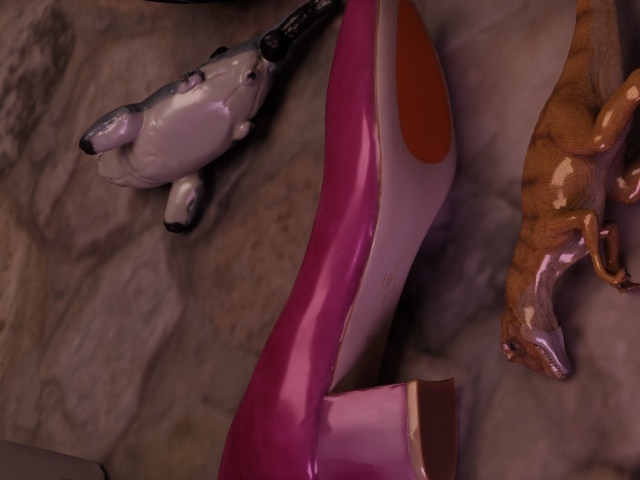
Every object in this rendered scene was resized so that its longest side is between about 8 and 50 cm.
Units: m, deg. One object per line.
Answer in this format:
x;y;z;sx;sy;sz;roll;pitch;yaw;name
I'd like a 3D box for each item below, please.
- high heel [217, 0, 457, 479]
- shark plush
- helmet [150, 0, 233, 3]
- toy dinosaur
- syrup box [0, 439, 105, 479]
0.000;0.000;0.843;0.117;0.082;0.244;-8;84;30;high heel
-0.062;-0.081;0.945;0.161;0.073;0.067;-49;20;25;shark plush
-0.089;-0.205;0.932;0.169;0.161;0.169;-15;67;38;helmet
0.113;-0.049;0.769;0.112;0.064;0.212;5;79;44;toy dinosaur
-0.193;0.220;0.932;0.237;0.096;0.093;-53;47;16;syrup box
